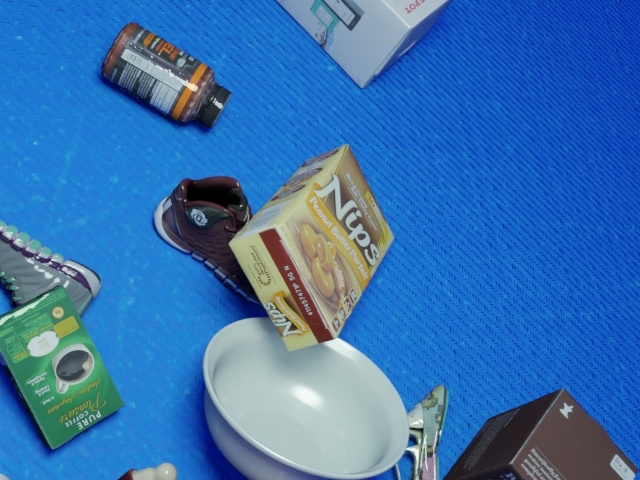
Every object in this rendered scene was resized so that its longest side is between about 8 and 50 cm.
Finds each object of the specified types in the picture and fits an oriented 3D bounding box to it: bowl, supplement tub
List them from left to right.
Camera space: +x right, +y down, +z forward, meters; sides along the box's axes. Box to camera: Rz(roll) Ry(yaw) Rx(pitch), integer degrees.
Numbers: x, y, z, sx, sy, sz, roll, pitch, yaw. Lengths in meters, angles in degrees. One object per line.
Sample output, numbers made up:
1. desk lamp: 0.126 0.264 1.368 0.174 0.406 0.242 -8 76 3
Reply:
1. supplement tub: -0.245 -0.260 1.327 0.197 0.106 0.106 30 56 -11
2. bowl: -0.039 0.249 1.125 0.297 0.134 0.298 20 28 -11

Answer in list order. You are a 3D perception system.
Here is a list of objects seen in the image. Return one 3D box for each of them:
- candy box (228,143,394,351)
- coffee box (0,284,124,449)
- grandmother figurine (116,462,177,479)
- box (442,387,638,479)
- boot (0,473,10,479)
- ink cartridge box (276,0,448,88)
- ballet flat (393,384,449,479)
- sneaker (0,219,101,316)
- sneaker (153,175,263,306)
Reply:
1. candy box: 0.000 0.000 1.227 0.183 0.087 0.316 63 30 -16
2. coffee box: -0.347 0.165 1.070 0.113 0.040 0.184 -32 101 -34
3. grandmother figurine: -0.205 0.358 0.997 0.342 0.104 0.208 4 106 -5
4. box: 0.323 0.359 1.236 0.168 0.203 0.167 48 56 3
5. boot: -0.492 0.306 0.926 0.258 0.095 0.123 18 52 -18
6. ink cartridge box: 0.083 -0.472 1.535 0.270 0.197 0.198 46 55 0
7. ballet flat: 0.151 0.320 1.258 0.079 0.077 0.222 10 60 0
8. sneaker: -0.414 0.044 1.108 0.223 0.083 0.098 28 62 -12
9. sneaker: -0.110 -0.001 1.227 0.281 0.162 0.106 29 56 -10
